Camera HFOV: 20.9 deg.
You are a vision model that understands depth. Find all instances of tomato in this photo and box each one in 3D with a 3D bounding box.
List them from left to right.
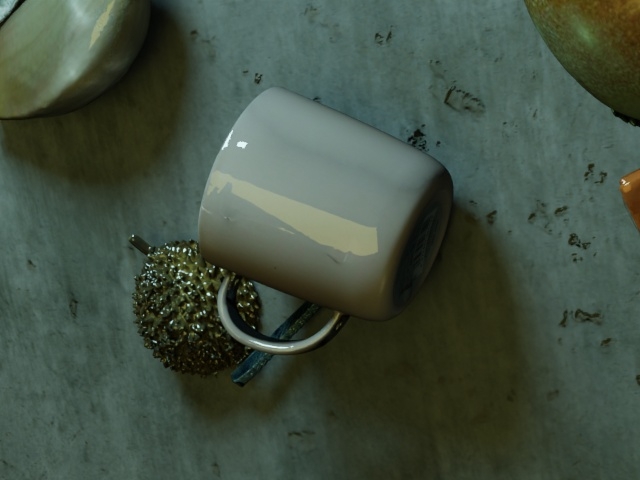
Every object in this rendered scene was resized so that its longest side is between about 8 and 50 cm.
[{"bbox_3d":[0.315,-0.222,1.447,0.303,0.303,0.239,-16,94,30],"label":"tomato"}]

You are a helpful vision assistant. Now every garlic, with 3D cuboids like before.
[{"bbox_3d":[-0.275,-0.207,1.861,0.318,0.112,0.143,-24,69,37],"label":"garlic"}]

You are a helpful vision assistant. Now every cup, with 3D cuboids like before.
[{"bbox_3d":[0.000,0.000,1.716,0.200,0.191,0.252,24,94,17],"label":"cup"}]

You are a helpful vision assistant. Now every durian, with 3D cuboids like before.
[{"bbox_3d":[-0.155,0.072,1.884,0.148,0.091,0.188,-39,85,31],"label":"durian"}]

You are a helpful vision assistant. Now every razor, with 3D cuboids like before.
[{"bbox_3d":[-0.028,0.095,1.854,0.066,0.033,0.190,35,117,-24],"label":"razor"}]

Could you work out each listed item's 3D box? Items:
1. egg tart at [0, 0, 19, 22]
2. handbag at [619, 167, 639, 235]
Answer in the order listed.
[{"bbox_3d":[-0.418,-0.337,1.912,0.234,0.094,0.234,9,110,26],"label":"egg tart"},{"bbox_3d":[0.465,0.073,1.480,0.304,0.116,0.410,-27,85,7],"label":"handbag"}]
